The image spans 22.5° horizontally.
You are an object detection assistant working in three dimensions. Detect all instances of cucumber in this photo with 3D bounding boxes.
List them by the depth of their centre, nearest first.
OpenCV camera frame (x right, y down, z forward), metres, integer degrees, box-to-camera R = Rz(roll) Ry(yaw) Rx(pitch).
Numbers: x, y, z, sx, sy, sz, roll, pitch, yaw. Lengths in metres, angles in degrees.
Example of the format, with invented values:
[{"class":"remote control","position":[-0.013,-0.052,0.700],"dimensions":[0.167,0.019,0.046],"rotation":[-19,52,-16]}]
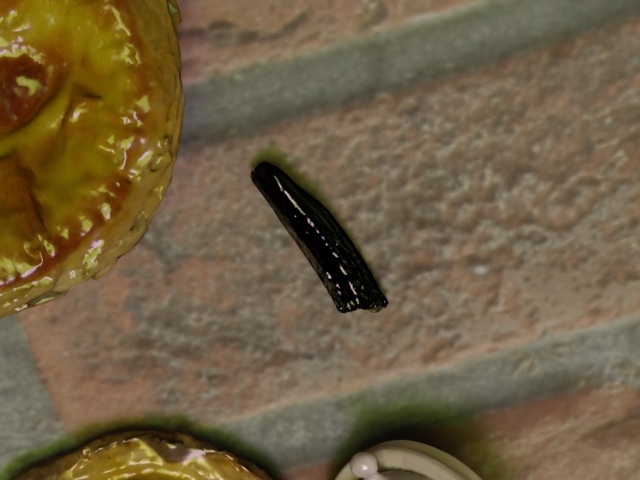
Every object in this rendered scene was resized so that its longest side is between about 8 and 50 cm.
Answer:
[{"class":"cucumber","position":[0.001,-0.001,1.101],"dimensions":[0.034,0.033,0.135],"rotation":[-40,108,-27]}]

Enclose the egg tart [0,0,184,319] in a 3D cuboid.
[{"class":"egg tart","position":[-0.223,-0.090,1.008],"dimensions":[0.295,0.116,0.295],"rotation":[0,88,-8]}]

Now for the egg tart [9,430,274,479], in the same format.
[{"class":"egg tart","position":[-0.132,0.275,1.155],"dimensions":[0.288,0.118,0.288],"rotation":[0,104,-1]}]

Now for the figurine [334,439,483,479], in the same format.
[{"class":"figurine","position":[0.089,0.239,1.135],"dimensions":[0.162,0.141,0.237],"rotation":[-21,101,41]}]
